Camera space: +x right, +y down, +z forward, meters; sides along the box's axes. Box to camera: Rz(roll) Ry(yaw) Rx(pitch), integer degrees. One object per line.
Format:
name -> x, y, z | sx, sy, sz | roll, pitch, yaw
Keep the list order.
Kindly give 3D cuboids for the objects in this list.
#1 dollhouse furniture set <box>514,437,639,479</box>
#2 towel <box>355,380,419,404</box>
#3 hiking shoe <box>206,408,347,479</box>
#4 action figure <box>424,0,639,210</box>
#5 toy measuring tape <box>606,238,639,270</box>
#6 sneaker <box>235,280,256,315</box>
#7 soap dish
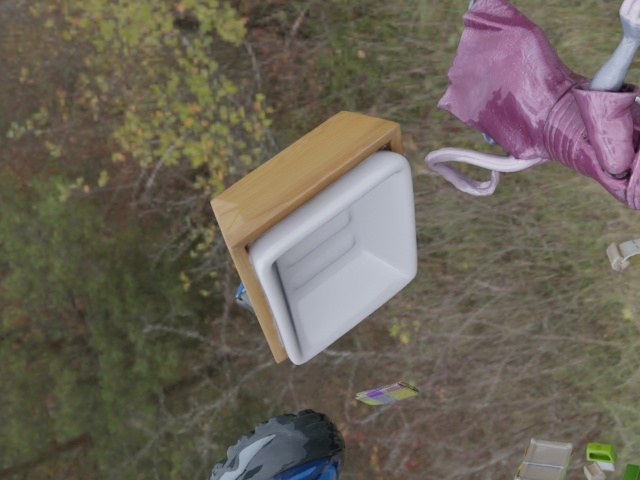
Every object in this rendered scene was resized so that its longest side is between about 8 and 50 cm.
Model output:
dollhouse furniture set -> 0.329, 0.300, 1.159 | 0.151, 0.076, 0.058 | 0, 128, 33
towel -> 0.101, 0.230, 1.382 | 0.083, 0.060, 0.009 | -22, 57, 29
hiking shoe -> -0.032, 0.265, 0.673 | 0.132, 0.113, 0.304 | 40, 120, 41
action figure -> 0.268, -0.119, 0.967 | 0.276, 0.248, 0.370 | -58, 44, 13
toy measuring tape -> 0.559, 0.009, 1.228 | 0.330, 0.121, 0.121 | -18, 85, 15
sneaker -> 0.018, 0.024, 1.519 | 0.139, 0.125, 0.341 | 42, 115, -15
soap dish -> 0.000, 0.000, 1.080 | 0.118, 0.229, 0.291 | 46, 165, 29
